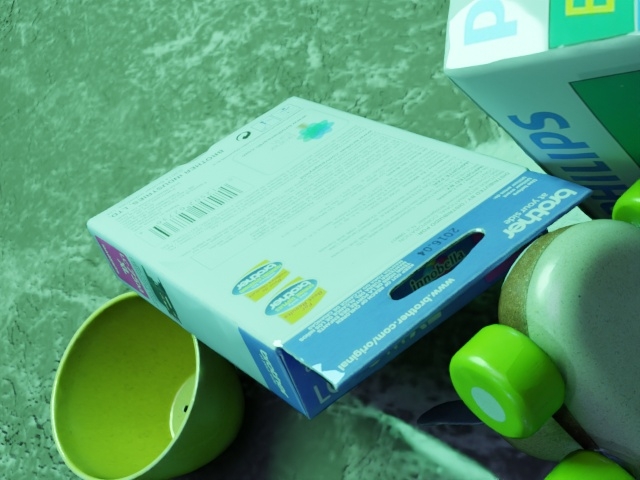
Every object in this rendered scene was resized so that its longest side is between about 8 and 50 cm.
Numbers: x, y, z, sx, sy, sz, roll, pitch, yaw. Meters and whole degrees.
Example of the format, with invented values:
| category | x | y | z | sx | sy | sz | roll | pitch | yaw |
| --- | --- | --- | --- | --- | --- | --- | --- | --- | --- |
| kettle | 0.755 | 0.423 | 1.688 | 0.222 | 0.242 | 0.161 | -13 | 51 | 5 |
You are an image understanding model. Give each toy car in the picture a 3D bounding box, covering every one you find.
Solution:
| category | x | y | z | sx | sy | sz | roll | pitch | yaw |
| --- | --- | --- | --- | --- | --- | --- | --- | --- | --- |
| toy car | 0.126 | 0.065 | 0.606 | 0.155 | 0.149 | 0.188 | -40 | 10 | -22 |

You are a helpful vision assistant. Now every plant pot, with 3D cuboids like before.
| category | x | y | z | sx | sy | sz | roll | pitch | yaw |
| --- | --- | --- | --- | --- | --- | --- | --- | --- | --- |
| plant pot | -0.108 | 0.113 | 0.783 | 0.134 | 0.095 | 0.134 | -15 | 62 | 30 |

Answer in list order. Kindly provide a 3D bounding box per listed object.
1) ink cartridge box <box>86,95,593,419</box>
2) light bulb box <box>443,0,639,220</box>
| category | x | y | z | sx | sy | sz | roll | pitch | yaw |
| --- | --- | --- | --- | --- | --- | --- | --- | --- | --- |
| ink cartridge box | 0.000 | 0.000 | 0.683 | 0.186 | 0.065 | 0.311 | -34 | 29 | -21 |
| light bulb box | 0.277 | -0.221 | 0.565 | 0.361 | 0.225 | 0.357 | -7 | 67 | 33 |
